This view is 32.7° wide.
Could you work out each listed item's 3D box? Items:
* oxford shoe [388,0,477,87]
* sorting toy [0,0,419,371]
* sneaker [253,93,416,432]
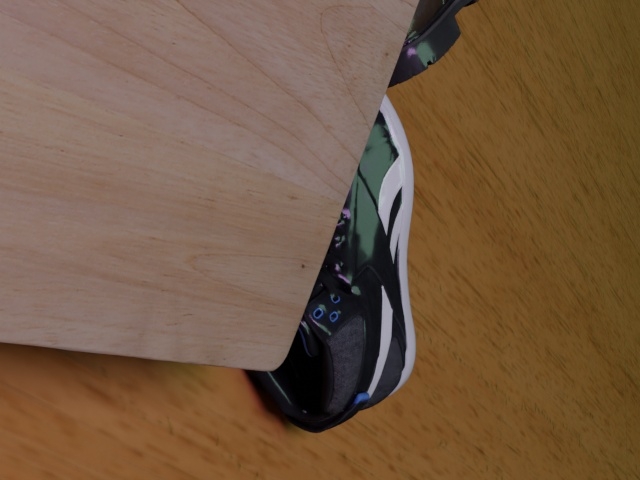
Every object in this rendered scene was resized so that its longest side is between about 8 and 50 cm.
[{"bbox_3d":[0.071,-0.203,0.791,0.096,0.083,0.227,59,32,-21],"label":"oxford shoe"},{"bbox_3d":[-0.071,-0.091,0.423,0.257,0.089,0.255,19,92,-59],"label":"sorting toy"},{"bbox_3d":[0.000,0.000,0.609,0.121,0.079,0.217,-24,105,-62],"label":"sneaker"}]
